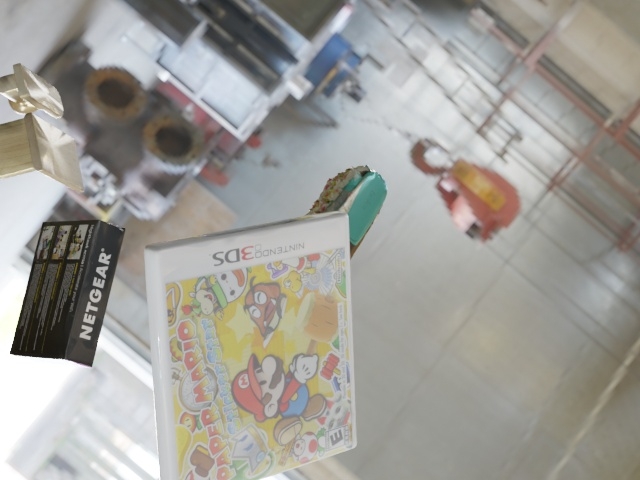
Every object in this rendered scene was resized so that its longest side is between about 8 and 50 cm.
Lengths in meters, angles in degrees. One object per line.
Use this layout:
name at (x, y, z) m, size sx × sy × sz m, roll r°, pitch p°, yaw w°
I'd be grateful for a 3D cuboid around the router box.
router box at (-0.316, 0.065, 1.530) m, size 0.133 × 0.046 × 0.178 m, roll -1°, pitch -107°, yaw 46°

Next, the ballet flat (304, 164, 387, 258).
ballet flat at (0.000, 0.000, 1.455) m, size 0.077 × 0.091 × 0.241 m, roll -6°, pitch -148°, yaw 41°

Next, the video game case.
video game case at (-0.055, 0.099, 1.080) m, size 0.206 × 0.227 × 0.026 m, roll -11°, pitch -165°, yaw -38°

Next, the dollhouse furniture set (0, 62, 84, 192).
dollhouse furniture set at (-0.336, -0.109, 1.214) m, size 0.151 × 0.144 × 0.123 m, roll -13°, pitch 171°, yaw 6°
